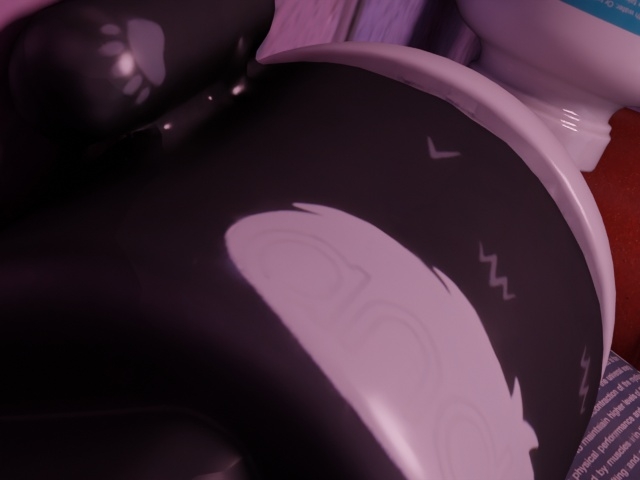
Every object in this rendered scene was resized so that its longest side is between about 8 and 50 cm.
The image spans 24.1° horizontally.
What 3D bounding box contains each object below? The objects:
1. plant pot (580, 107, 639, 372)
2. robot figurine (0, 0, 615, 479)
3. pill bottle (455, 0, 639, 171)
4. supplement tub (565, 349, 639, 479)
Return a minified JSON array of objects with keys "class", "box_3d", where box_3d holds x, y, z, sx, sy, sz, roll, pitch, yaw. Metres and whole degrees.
[{"class":"plant pot","box_3d":[0.218,0.004,1.185,0.272,0.265,0.272,-58,168,-19]},{"class":"robot figurine","box_3d":[-0.018,0.047,0.429,0.278,0.173,0.209,-47,164,-55]},{"class":"pill bottle","box_3d":[0.167,-0.175,0.822,0.264,0.146,0.146,-66,169,13]},{"class":"supplement tub","box_3d":[0.073,0.124,0.673,0.191,0.272,0.191,-43,158,-21]}]
